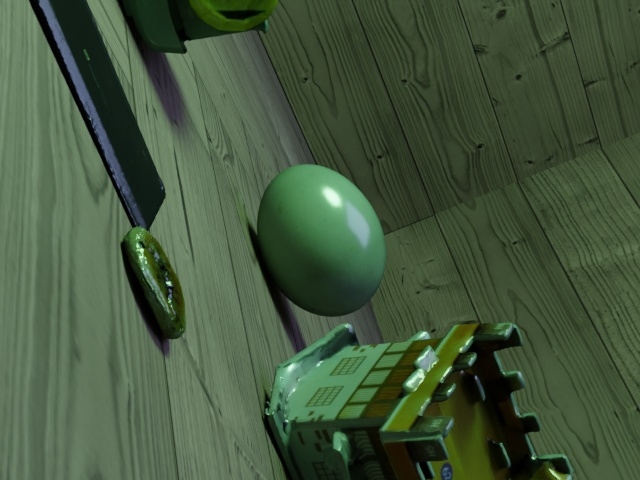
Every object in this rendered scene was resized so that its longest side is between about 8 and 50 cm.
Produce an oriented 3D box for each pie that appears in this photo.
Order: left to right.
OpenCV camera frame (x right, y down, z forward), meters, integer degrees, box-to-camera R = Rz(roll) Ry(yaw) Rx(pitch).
[{"bbox_3d":[-0.111,0.029,0.933,0.084,0.021,0.084,-22,90,-87],"label":"pie"}]

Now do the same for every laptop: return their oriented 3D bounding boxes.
[{"bbox_3d":[-0.162,-0.105,1.020,0.135,0.016,0.197,-92,160,-74],"label":"laptop"}]

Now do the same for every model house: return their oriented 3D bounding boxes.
[{"bbox_3d":[0.084,0.201,1.253,0.198,0.215,0.224,-50,122,-49],"label":"model house"}]

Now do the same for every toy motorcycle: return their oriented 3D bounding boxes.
[{"bbox_3d":[-0.153,-0.361,1.384,0.191,0.200,0.326,-98,177,-75],"label":"toy motorcycle"}]

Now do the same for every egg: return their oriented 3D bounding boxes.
[{"bbox_3d":[0.000,0.000,1.649,0.149,0.149,0.192,-86,152,-81],"label":"egg"}]
